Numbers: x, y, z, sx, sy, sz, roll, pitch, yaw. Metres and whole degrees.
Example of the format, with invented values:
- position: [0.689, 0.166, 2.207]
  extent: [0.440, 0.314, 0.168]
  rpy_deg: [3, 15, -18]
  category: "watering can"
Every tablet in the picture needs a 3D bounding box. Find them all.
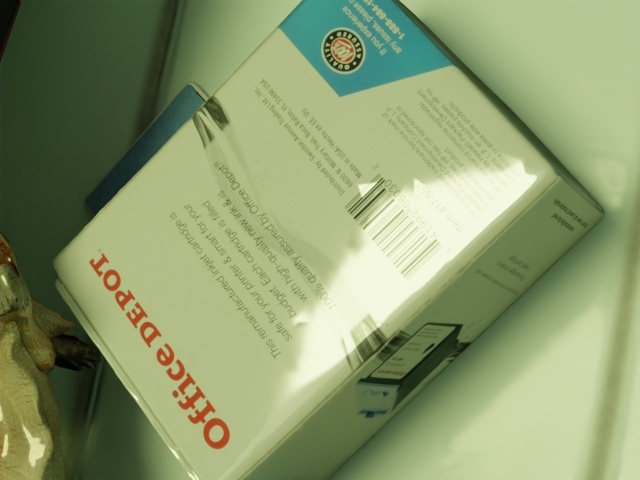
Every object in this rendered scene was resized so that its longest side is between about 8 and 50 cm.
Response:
- position: [-0.074, -0.031, 0.710]
  extent: [0.083, 0.006, 0.054]
  rpy_deg: [-47, 64, 10]
  category: "tablet"

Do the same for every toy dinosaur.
- position: [-0.168, 0.141, 0.657]
  extent: [0.295, 0.127, 0.200]
  rpy_deg: [-47, 61, 18]
  category: "toy dinosaur"

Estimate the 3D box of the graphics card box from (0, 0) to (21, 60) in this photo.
- position: [-0.216, -0.064, 0.671]
  extent: [0.233, 0.094, 0.371]
  rpy_deg: [10, 80, 67]
  category: "graphics card box"

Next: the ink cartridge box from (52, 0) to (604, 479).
- position: [0.000, 0.000, 0.625]
  extent: [0.190, 0.082, 0.139]
  rpy_deg: [-45, 64, 12]
  category: "ink cartridge box"
